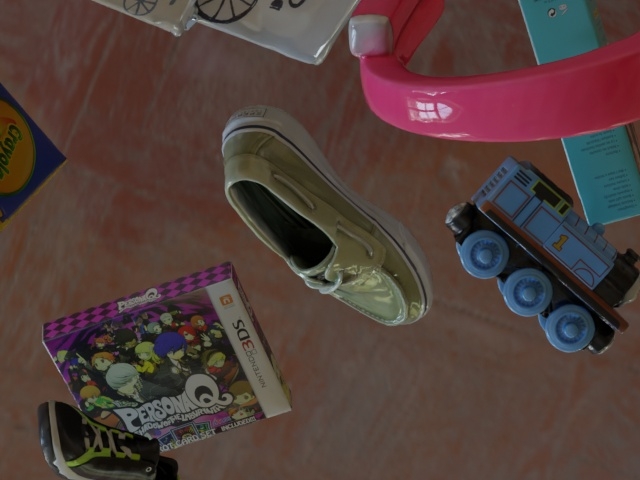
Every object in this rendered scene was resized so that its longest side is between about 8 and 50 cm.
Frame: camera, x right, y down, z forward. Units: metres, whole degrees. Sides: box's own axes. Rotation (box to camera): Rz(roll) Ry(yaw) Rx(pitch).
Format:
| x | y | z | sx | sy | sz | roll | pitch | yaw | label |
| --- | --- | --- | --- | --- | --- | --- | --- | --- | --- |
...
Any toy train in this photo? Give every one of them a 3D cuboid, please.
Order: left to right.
| x | y | z | sx | sy | sz | roll | pitch | yaw | label |
| --- | --- | --- | --- | --- | --- | --- | --- | --- | --- |
| 0.196 | 0.015 | 1.524 | 0.184 | 0.080 | 0.105 | 40 | 98 | -6 | toy train |

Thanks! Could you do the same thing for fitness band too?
| x | y | z | sx | sy | sz | roll | pitch | yaw | label |
| --- | --- | --- | --- | --- | --- | --- | --- | --- | --- |
| 0.134 | -0.140 | 1.079 | 0.209 | 0.291 | 0.054 | 1 | 118 | 17 | fitness band |

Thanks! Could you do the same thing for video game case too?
| x | y | z | sx | sy | sz | roll | pitch | yaw | label |
| --- | --- | --- | --- | --- | --- | --- | --- | --- | --- |
| -0.174 | 0.147 | 2.053 | 0.232 | 0.042 | 0.210 | -18 | 124 | 6 | video game case |

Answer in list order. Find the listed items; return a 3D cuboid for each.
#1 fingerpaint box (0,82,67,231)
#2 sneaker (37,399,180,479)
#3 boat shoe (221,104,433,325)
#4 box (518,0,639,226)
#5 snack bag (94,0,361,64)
| x | y | z | sx | sy | sz | roll | pitch | yaw | label |
| --- | --- | --- | --- | --- | --- | --- | --- | --- | --- |
| -0.434 | -0.077 | 1.335 | 0.163 | 0.445 | 0.371 | -34 | 102 | 27 | fingerpaint box |
| -0.229 | 0.229 | 1.980 | 0.097 | 0.084 | 0.235 | -22 | 147 | 13 | sneaker |
| 0.000 | 0.000 | 1.679 | 0.109 | 0.094 | 0.302 | -18 | 132 | 35 | boat shoe |
| 0.242 | -0.142 | 1.631 | 0.060 | 0.100 | 0.244 | -16 | 98 | 15 | box |
| -0.051 | -0.304 | 1.526 | 0.342 | 0.037 | 0.323 | 18 | 122 | -35 | snack bag |
